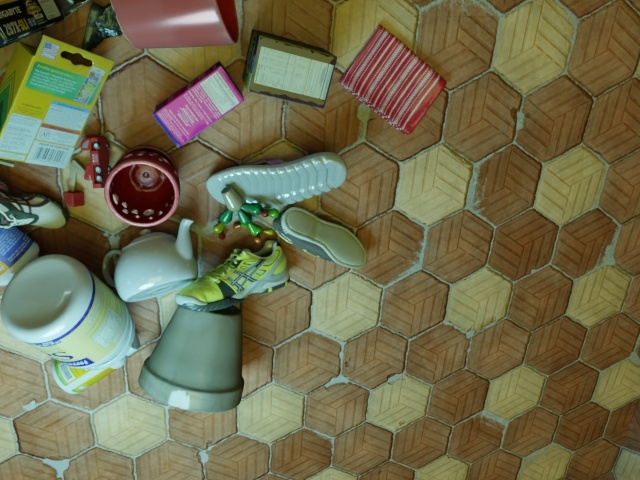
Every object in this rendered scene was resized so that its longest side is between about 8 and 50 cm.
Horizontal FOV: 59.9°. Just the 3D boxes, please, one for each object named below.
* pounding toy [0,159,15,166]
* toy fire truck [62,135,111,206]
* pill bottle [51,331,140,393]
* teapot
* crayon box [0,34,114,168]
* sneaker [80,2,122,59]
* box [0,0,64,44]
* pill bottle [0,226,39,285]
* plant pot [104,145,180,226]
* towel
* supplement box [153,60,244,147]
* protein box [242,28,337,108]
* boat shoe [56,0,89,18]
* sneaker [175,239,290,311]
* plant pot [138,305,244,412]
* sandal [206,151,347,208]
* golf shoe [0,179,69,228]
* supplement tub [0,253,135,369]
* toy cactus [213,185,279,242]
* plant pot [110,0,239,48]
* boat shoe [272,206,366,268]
[{"bbox_3d":[-0.876,-0.236,1.433,0.130,0.100,0.141,-28,117,2],"label":"pounding toy"},{"bbox_3d":[-0.642,-0.189,1.525,0.135,0.047,0.192,2,100,18],"label":"toy fire truck"},{"bbox_3d":[-0.695,0.360,1.736,0.245,0.136,0.136,-32,117,4],"label":"pill bottle"},{"bbox_3d":[-0.491,0.060,1.615,0.255,0.252,0.187,-17,81,-26],"label":"teapot"},{"bbox_3d":[-0.675,-0.346,1.376,0.323,0.083,0.203,-57,155,16],"label":"crayon box"},{"bbox_3d":[-0.541,-0.526,1.395,0.089,0.051,0.170,12,120,-27],"label":"sneaker"},{"bbox_3d":[-0.771,-0.444,1.228,0.321,0.257,0.079,-16,120,14],"label":"box"},{"bbox_3d":[-0.882,0.027,1.528,0.152,0.152,0.272,-38,116,7],"label":"pill bottle"},{"bbox_3d":[-0.480,-0.154,1.518,0.190,0.174,0.191,-5,115,-11],"label":"plant pot"},{"bbox_3d":[0.214,-0.456,1.609,0.274,0.031,0.199,32,104,-23],"label":"towel"},{"bbox_3d":[-0.324,-0.365,1.488,0.220,0.111,0.114,-33,117,3],"label":"supplement box"},{"bbox_3d":[-0.087,-0.449,1.450,0.201,0.200,0.136,10,112,-16],"label":"protein box"},{"bbox_3d":[-0.607,-0.594,1.325,0.257,0.095,0.095,-29,118,2],"label":"boat shoe"},{"bbox_3d":[-0.266,0.103,1.667,0.384,0.145,0.147,-20,110,-41],"label":"sneaker"},{"bbox_3d":[-0.367,0.334,1.726,0.322,0.323,0.281,15,95,-19],"label":"plant pot"},{"bbox_3d":[-0.124,-0.183,1.625,0.415,0.102,0.170,-7,137,9],"label":"sandal"},{"bbox_3d":[-0.813,-0.073,1.486,0.105,0.120,0.272,-35,140,26],"label":"golf shoe"},{"bbox_3d":[-0.679,0.212,1.536,0.240,0.241,0.331,-20,149,-2],"label":"supplement tub"},{"bbox_3d":[-0.237,-0.073,1.617,0.218,0.112,0.181,-7,132,27],"label":"toy cactus"},{"bbox_3d":[-0.345,-0.577,1.313,0.242,0.275,0.275,-11,117,5],"label":"plant pot"},{"bbox_3d":[0.000,0.000,1.742,0.324,0.096,0.117,27,66,-26],"label":"boat shoe"}]
